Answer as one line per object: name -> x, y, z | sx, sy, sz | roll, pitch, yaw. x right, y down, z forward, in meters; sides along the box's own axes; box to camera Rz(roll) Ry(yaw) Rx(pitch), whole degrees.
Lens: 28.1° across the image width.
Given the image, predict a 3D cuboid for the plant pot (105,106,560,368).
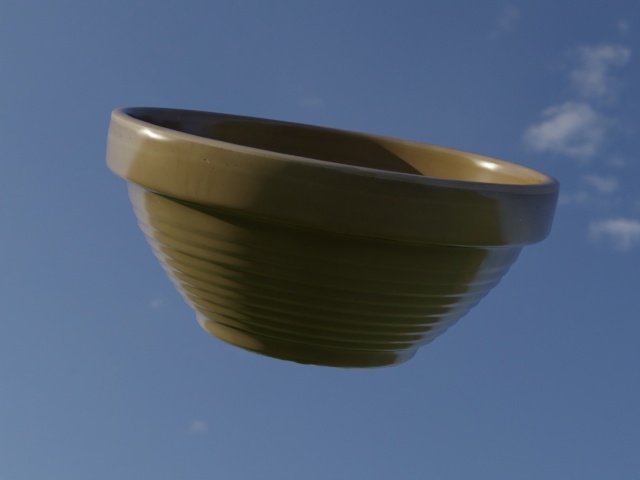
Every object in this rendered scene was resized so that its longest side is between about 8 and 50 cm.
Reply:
plant pot -> 0.000, 0.000, 0.678 | 0.237, 0.110, 0.237 | 9, 8, -1
